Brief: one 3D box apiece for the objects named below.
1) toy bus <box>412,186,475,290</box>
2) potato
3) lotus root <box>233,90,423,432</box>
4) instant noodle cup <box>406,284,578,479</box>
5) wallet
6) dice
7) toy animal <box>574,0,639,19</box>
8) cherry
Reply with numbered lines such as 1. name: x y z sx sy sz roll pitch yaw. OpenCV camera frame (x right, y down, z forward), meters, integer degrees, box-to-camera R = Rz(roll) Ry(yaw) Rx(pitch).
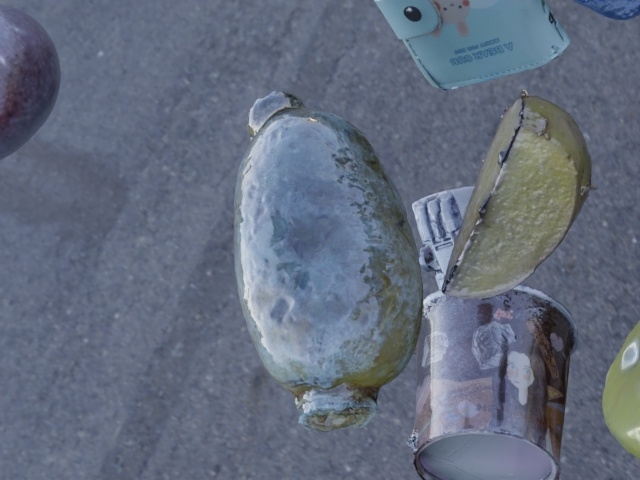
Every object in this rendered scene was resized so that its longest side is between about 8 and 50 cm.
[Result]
1. toy bus: 0.253 0.084 1.602 0.097 0.138 0.342 -20 87 43
2. potato: 0.167 -0.031 0.816 0.100 0.089 0.172 -72 -1 -57
3. lotus root: 0.001 -0.001 0.979 0.175 0.175 0.349 -23 66 24
4. instant noodle cup: 0.207 0.192 1.268 0.217 0.217 0.207 -16 43 28
5. wallet: 0.148 -0.286 1.156 0.176 0.250 0.075 -11 43 38
6. dice: 0.590 0.244 1.573 0.226 0.238 0.233 -63 7 12
7. toy animal: 0.408 -0.359 1.266 0.239 0.255 0.176 -43 20 -1
8. cherry: -0.276 -0.098 0.760 0.188 0.115 0.148 -45 51 10
